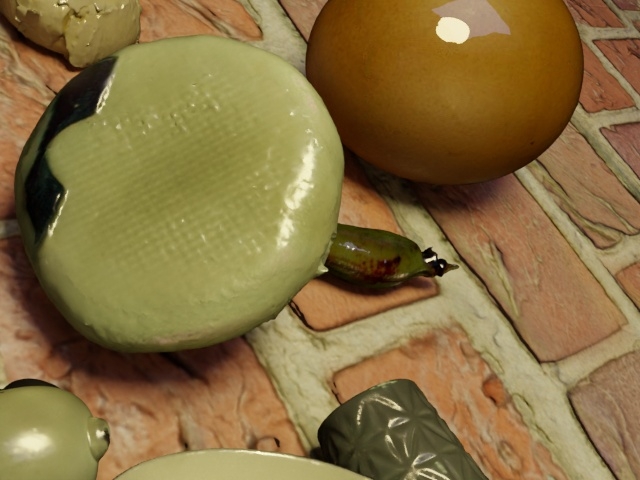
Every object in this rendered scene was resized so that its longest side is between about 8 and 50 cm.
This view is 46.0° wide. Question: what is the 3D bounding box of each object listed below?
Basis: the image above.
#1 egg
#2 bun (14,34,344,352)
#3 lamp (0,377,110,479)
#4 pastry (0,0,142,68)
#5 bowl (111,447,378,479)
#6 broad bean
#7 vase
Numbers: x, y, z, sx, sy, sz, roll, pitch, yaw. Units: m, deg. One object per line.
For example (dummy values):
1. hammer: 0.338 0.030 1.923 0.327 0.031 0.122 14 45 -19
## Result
1. egg: 0.151 -0.208 0.916 0.351 0.282 0.282 -1 54 -22
2. bun: -0.113 -0.033 0.662 0.283 0.179 0.283 -1 70 2
3. lamp: -0.257 0.124 0.445 0.244 0.198 0.198 26 39 -46
4. pastry: -0.273 -0.269 0.824 0.166 0.088 0.166 18 49 -21
5. bowl: -0.032 0.235 0.476 0.237 0.126 0.238 10 7 -1
6. broad bean: 0.000 0.000 0.796 0.339 0.061 0.077 19 41 -21
7. vase: 0.113 0.263 0.604 0.251 0.156 0.301 24 30 -56
